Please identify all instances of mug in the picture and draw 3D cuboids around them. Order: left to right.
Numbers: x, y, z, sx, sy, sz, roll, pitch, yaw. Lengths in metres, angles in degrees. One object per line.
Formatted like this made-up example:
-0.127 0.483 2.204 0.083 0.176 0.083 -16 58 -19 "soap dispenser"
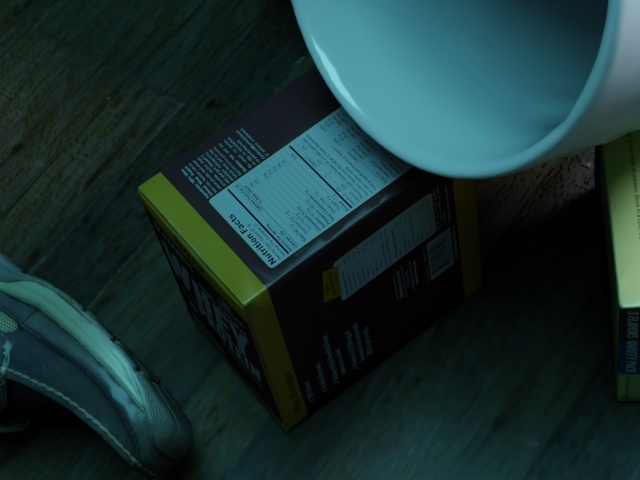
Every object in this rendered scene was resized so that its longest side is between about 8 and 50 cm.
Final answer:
0.153 -0.216 0.948 0.328 0.276 0.374 -20 20 -37 "mug"

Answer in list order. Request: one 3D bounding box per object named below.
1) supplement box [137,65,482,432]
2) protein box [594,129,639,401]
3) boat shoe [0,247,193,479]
0.000 0.000 1.022 0.194 0.191 0.129 -35 59 -14 "supplement box"
0.305 -0.006 1.004 0.201 0.136 0.200 -4 56 8 "protein box"
-0.238 0.090 1.062 0.355 0.132 0.130 31 77 36 "boat shoe"
